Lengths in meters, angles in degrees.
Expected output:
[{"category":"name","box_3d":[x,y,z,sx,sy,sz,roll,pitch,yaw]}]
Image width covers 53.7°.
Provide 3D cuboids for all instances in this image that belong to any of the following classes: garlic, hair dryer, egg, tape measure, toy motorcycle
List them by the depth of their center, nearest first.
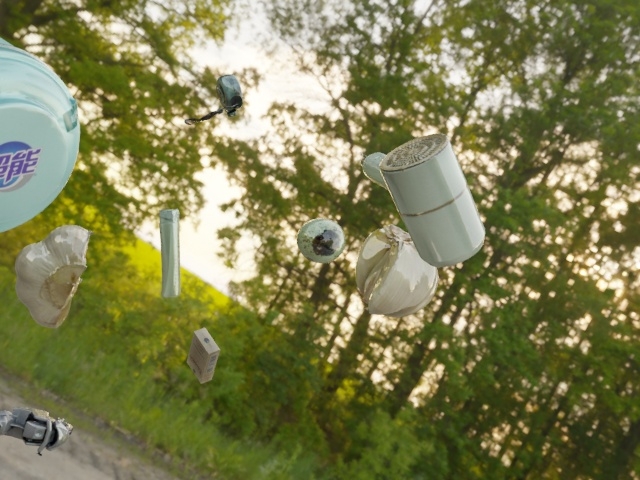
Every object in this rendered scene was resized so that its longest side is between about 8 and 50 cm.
[{"category":"hair dryer","box_3d":[0.132,-0.093,1.028,0.173,0.107,0.357,64,-5,-23]},{"category":"egg","box_3d":[0.000,0.000,1.176,0.085,0.085,0.110,28,7,29]},{"category":"garlic","box_3d":[-0.586,0.071,1.372,0.142,0.230,0.178,13,4,-19]},{"category":"toy motorcycle","box_3d":[-0.648,0.415,1.388,0.215,0.080,0.122,21,-9,-34]},{"category":"garlic","box_3d":[0.175,0.088,1.422,0.184,0.203,0.281,23,11,-19]},{"category":"tape measure","box_3d":[-0.301,-0.383,1.726,0.104,0.179,0.107,-147,-140,-84]}]

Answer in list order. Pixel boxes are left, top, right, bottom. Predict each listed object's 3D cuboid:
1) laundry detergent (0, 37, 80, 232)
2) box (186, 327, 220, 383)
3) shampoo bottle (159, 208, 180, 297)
[{"category":"laundry detergent","box_3d":[-0.530,-0.173,0.914,0.305,0.287,0.287,33,-8,26]},{"category":"box","box_3d":[-0.198,0.194,1.063,0.053,0.024,0.083,48,-43,29]},{"category":"shampoo bottle","box_3d":[-0.365,0.030,1.532,0.049,0.213,0.072,-1,3,-10]}]
